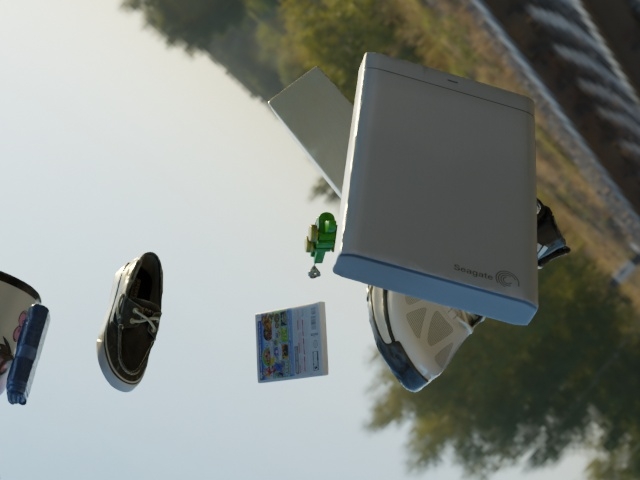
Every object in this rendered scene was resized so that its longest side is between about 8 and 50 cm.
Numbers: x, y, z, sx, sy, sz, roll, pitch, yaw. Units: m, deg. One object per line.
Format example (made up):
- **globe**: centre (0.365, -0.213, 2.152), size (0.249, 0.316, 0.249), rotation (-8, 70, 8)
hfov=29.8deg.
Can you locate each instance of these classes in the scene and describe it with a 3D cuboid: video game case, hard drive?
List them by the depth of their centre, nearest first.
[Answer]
- **video game case**: centre (-0.036, 0.123, 1.444), size (0.011, 0.087, 0.122), rotation (6, 167, -42)
- **hard drive**: centre (0.146, -0.074, 1.444), size (0.233, 0.047, 0.353), rotation (15, -133, -8)

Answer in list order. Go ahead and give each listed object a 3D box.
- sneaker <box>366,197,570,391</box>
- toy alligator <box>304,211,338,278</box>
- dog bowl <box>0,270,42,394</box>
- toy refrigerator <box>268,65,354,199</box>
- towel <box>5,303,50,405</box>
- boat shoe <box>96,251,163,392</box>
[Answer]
- **sneaker**: centre (0.236, 0.042, 1.844), size (0.169, 0.258, 0.447), rotation (56, -151, -16)
- **toy alligator**: centre (0.000, 0.000, 2.038), size (0.189, 0.056, 0.051), rotation (110, 157, -59)
- **dog bowl**: centre (-0.611, 0.129, 1.702), size (0.408, 0.408, 0.150), rotation (35, -126, -57)
- **toy refrigerator**: centre (0.035, -0.142, 1.851), size (0.269, 0.102, 0.094), rotation (52, 179, 39)
- **towel**: centre (-0.363, 0.140, 1.484), size (0.029, 0.119, 0.067), rotation (14, 156, -5)
- **boat shoe**: centre (-0.268, 0.111, 1.725), size (0.078, 0.070, 0.219), rotation (26, -135, -31)
